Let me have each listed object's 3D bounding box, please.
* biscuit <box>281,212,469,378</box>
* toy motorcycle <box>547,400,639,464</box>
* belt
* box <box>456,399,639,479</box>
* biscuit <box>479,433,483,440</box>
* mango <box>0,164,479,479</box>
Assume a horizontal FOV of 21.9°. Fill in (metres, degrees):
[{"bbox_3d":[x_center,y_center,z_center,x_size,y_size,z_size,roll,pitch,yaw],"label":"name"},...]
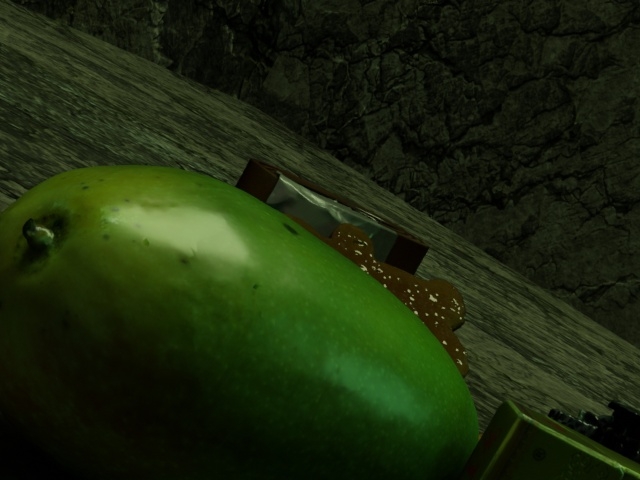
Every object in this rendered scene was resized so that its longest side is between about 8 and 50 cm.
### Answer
[{"bbox_3d":[0.044,0.060,1.970,0.301,0.049,0.197,27,32,-14],"label":"biscuit"},{"bbox_3d":[0.384,0.259,1.913,0.159,0.106,0.270,29,-5,-32],"label":"toy motorcycle"},{"bbox_3d":[0.000,0.000,2.171,0.217,0.122,0.338,32,6,37],"label":"belt"},{"bbox_3d":[0.210,0.244,1.073,0.311,0.173,0.043,28,6,-15],"label":"box"},{"bbox_3d":[0.217,0.241,1.665,0.224,0.033,0.144,24,9,-30],"label":"biscuit"},{"bbox_3d":[-0.053,0.083,1.042,0.382,0.225,0.201,28,50,-35],"label":"mango"}]
